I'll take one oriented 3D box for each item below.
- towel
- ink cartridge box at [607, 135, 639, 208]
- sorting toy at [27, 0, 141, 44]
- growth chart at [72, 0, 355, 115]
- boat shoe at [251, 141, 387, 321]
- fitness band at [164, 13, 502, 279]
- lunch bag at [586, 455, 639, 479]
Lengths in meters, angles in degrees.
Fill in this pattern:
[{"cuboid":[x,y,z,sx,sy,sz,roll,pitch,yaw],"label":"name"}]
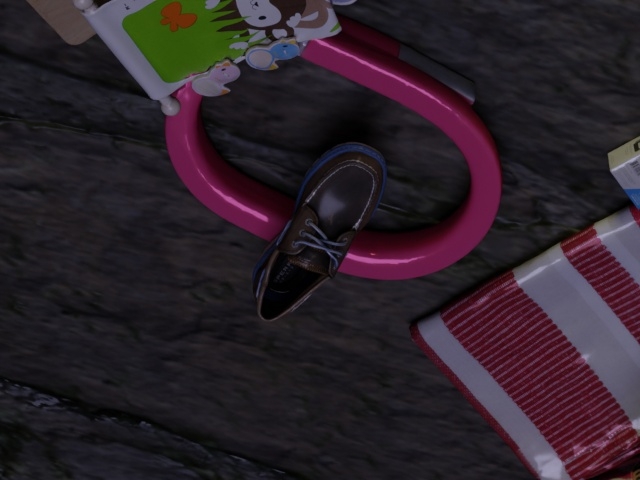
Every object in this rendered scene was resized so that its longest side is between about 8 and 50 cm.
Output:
[{"cuboid":[0.277,0.086,1.487,0.329,0.037,0.237,-30,117,24],"label":"towel"},{"cuboid":[0.286,-0.068,1.380,0.083,0.028,0.048,-29,118,23],"label":"ink cartridge box"},{"cuboid":[-0.165,-0.316,1.212,0.257,0.089,0.255,-31,117,24],"label":"sorting toy"},{"cuboid":[-0.062,-0.183,1.246,0.237,0.021,0.172,-26,138,22],"label":"growth chart"},{"cuboid":[0.000,0.000,1.375,0.066,0.066,0.183,23,127,-11],"label":"boat shoe"},{"cuboid":[0.013,-0.075,1.388,0.290,0.054,0.209,26,124,-11],"label":"fitness band"},{"cuboid":[0.288,0.351,1.629,0.293,0.120,0.258,-26,124,19],"label":"lunch bag"}]
